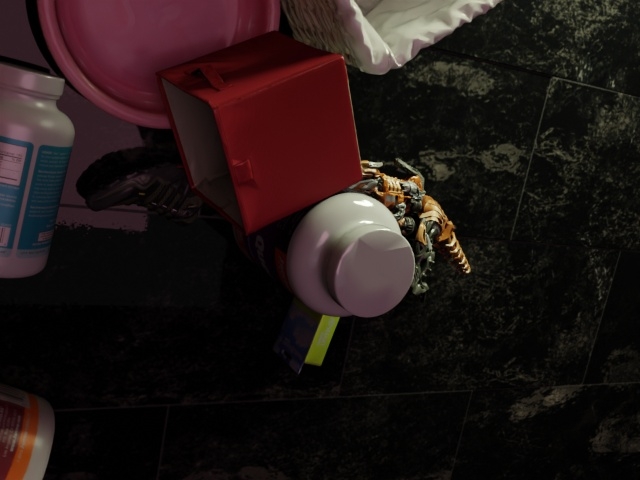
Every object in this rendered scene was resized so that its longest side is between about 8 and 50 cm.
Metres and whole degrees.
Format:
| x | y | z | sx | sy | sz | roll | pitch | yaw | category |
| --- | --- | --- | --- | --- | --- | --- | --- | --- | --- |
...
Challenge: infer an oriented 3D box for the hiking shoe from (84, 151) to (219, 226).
| x | y | z | sx | sy | sz | roll | pitch | yaw | category |
| --- | --- | --- | --- | --- | --- | --- | --- | --- | --- |
| -0.232 | -0.066 | 1.092 | 0.227 | 0.086 | 0.114 | -19 | 111 | -22 | hiking shoe |

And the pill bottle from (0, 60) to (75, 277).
| x | y | z | sx | sy | sz | roll | pitch | yaw | category |
| --- | --- | --- | --- | --- | --- | --- | --- | --- | --- |
| -0.409 | -0.094 | 0.955 | 0.146 | 0.146 | 0.264 | 11 | 101 | -30 | pill bottle |

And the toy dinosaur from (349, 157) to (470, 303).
| x | y | z | sx | sy | sz | roll | pitch | yaw | category |
| --- | --- | --- | --- | --- | --- | --- | --- | --- | --- |
| 0.156 | -0.015 | 1.285 | 0.322 | 0.164 | 0.218 | 25 | 77 | -11 | toy dinosaur |

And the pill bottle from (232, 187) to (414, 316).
| x | y | z | sx | sy | sz | roll | pitch | yaw | category |
| --- | --- | --- | --- | --- | --- | --- | --- | --- | --- |
| 0.000 | 0.000 | 1.096 | 0.181 | 0.323 | 0.181 | -9 | 110 | -25 | pill bottle |

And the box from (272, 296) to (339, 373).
| x | y | z | sx | sy | sz | roll | pitch | yaw | category |
| --- | --- | --- | --- | --- | --- | --- | --- | --- | --- |
| -0.014 | 0.130 | 1.257 | 0.042 | 0.109 | 0.178 | 17 | 98 | -33 | box |

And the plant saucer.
| x | y | z | sx | sy | sz | roll | pitch | yaw | category |
| --- | --- | --- | --- | --- | --- | --- | --- | --- | --- |
| -0.221 | -0.326 | 1.014 | 0.332 | 0.084 | 0.332 | -9 | 111 | -25 | plant saucer |

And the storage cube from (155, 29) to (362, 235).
| x | y | z | sx | sy | sz | roll | pitch | yaw | category |
| --- | --- | --- | --- | --- | --- | --- | --- | --- | --- |
| -0.080 | -0.155 | 0.992 | 0.193 | 0.183 | 0.215 | -26 | 126 | -22 | storage cube |

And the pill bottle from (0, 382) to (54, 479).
| x | y | z | sx | sy | sz | roll | pitch | yaw | category |
| --- | --- | --- | --- | --- | --- | --- | --- | --- | --- |
| -0.572 | 0.249 | 0.935 | 0.392 | 0.224 | 0.224 | 31 | 91 | -32 | pill bottle |

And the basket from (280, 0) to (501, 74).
| x | y | z | sx | sy | sz | roll | pitch | yaw | category |
| --- | --- | --- | --- | --- | --- | --- | --- | --- | --- |
| 0.083 | -0.456 | 1.024 | 0.331 | 0.266 | 0.328 | -34 | 119 | -15 | basket |
